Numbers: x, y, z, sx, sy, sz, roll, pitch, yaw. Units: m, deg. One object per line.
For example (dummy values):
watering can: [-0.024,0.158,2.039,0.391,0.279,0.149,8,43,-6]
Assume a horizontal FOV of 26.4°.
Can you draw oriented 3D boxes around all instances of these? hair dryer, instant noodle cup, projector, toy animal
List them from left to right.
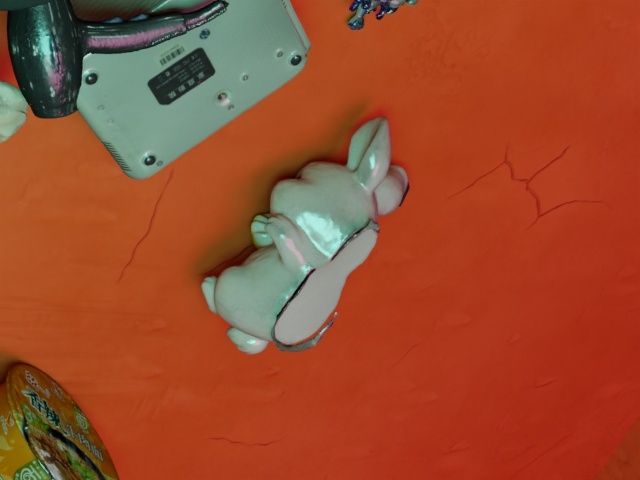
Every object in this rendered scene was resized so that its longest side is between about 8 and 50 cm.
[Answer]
instant noodle cup: [-0.378,0.292,1.662,0.182,0.230,0.230,-33,143,5]
hair dryer: [-0.192,-0.225,1.301,0.219,0.075,0.195,-12,115,-22]
projector: [-0.151,-0.205,1.441,0.250,0.108,0.198,-35,143,-5]
toy animal: [-0.005,0.000,1.742,0.325,0.154,0.208,-40,149,-10]

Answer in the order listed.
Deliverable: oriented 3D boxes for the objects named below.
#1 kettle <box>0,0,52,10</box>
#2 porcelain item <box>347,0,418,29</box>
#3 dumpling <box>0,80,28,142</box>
kettle: [-0.251,-0.332,1.098,0.228,0.324,0.321,26,128,-14]
porcelain item: [0.055,-0.282,1.624,0.136,0.021,0.075,5,127,-43]
dumpling: [-0.474,-0.061,1.279,0.395,0.233,0.315,-27,174,-39]
